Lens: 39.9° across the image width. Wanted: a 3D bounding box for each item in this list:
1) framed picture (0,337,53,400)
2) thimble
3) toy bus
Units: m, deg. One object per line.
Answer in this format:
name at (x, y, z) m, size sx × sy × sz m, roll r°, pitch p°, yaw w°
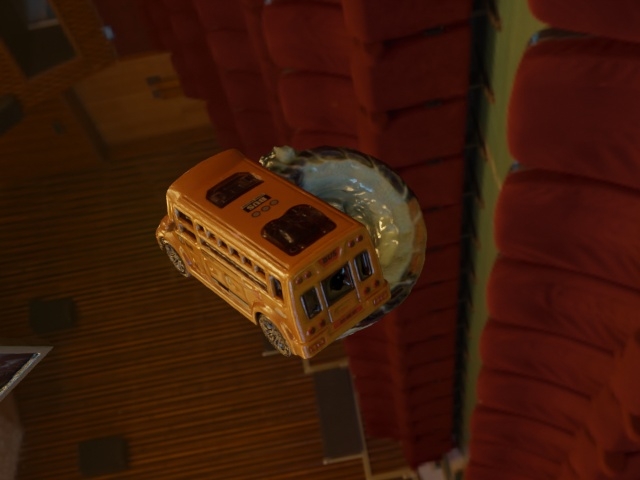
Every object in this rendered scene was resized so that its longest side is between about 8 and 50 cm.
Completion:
framed picture at (-0.558, 0.218, 1.240) m, size 0.020 × 0.240 × 0.324 m, roll 51°, pitch -168°, yaw 20°
thimble at (0.000, 0.000, 1.059) m, size 0.150 × 0.237 × 0.238 m, roll 144°, pitch 118°, yaw -64°
toy bus at (-0.045, -0.003, 0.613) m, size 0.194 × 0.083 × 0.088 m, roll 31°, pitch 147°, yaw 44°
